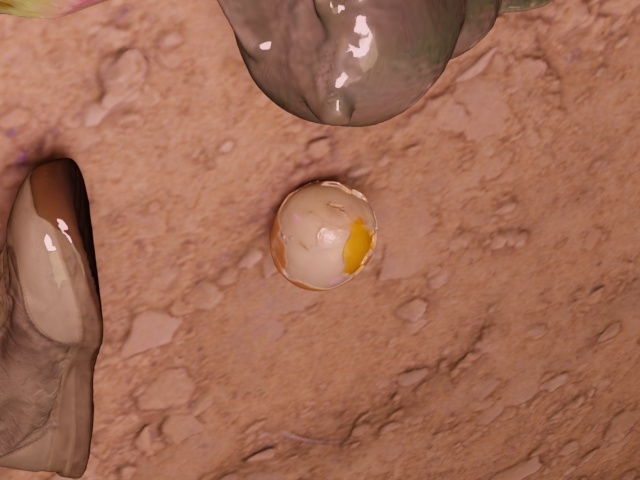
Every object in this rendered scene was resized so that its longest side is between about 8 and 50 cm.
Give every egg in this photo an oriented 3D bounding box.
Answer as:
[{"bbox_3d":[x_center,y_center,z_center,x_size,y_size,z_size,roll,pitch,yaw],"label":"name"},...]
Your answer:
[{"bbox_3d":[0.000,0.000,1.068,0.071,0.071,0.083,-11,143,-28],"label":"egg"}]

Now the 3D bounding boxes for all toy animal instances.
[{"bbox_3d":[0.053,-0.141,0.910,0.251,0.125,0.127,-15,117,-49],"label":"toy animal"}]

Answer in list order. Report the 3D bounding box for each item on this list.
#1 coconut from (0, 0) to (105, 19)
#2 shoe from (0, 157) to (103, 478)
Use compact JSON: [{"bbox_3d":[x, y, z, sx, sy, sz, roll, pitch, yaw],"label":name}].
[{"bbox_3d":[-0.118,-0.193,0.631,0.236,0.236,0.204,19,86,-48],"label":"coconut"},{"bbox_3d":[-0.187,0.057,0.973,0.098,0.103,0.274,-4,136,-18],"label":"shoe"}]
